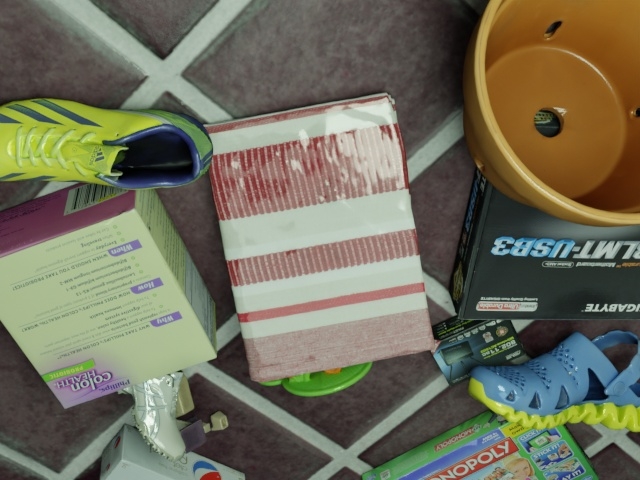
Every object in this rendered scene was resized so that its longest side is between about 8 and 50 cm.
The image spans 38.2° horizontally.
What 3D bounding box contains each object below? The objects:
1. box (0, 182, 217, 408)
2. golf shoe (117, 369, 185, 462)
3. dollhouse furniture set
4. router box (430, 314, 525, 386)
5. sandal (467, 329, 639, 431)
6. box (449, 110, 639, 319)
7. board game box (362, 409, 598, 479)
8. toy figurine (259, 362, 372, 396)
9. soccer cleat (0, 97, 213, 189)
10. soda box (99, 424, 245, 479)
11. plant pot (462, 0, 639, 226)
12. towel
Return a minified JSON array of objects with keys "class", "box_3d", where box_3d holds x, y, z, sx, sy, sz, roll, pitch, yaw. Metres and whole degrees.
[{"class":"box","box_3d":[-0.272,0.059,1.146,0.214,0.117,0.243,-20,123,5]},{"class":"golf shoe","box_3d":[-0.217,0.214,1.254,0.086,0.069,0.176,-29,94,3]},{"class":"dollhouse furniture set","box_3d":[-0.201,0.233,1.339,0.081,0.091,0.114,0,107,42]},{"class":"router box","box_3d":[0.219,0.146,1.318,0.122,0.038,0.092,-25,124,10]},{"class":"sandal","box_3d":[0.346,0.189,1.306,0.317,0.126,0.138,4,105,-30]},{"class":"box","box_3d":[0.337,-0.027,1.200,0.296,0.073,0.293,2,122,-9]},{"class":"board game box","box_3d":[0.256,0.377,1.476,0.317,0.046,0.213,-30,123,13]},{"class":"toy figurine","box_3d":[-0.031,0.107,1.236,0.173,0.130,0.159,-6,114,26]},{"class":"soccer cleat","box_3d":[-0.265,-0.103,1.029,0.289,0.121,0.093,-1,113,-8]},{"class":"soda box","box_3d":[-0.218,0.359,1.381,0.216,0.074,0.069,29,115,-24]},{"class":"plant pot","box_3d":[0.276,-0.146,0.983,0.291,0.203,0.290,1,82,-7]},{"class":"towel","box_3d":[0.000,0.000,1.131,0.237,0.037,0.328,-10,102,0]}]
